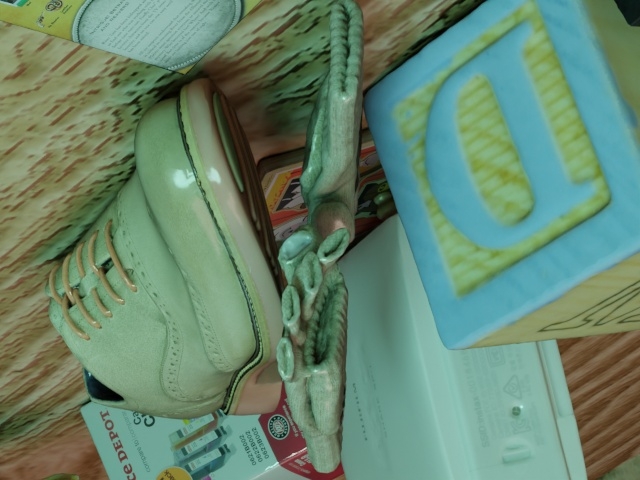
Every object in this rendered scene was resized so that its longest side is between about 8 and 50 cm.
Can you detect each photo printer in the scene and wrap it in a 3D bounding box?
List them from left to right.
[{"bbox_3d":[0.082,0.114,1.376,0.107,0.256,0.307,-10,171,-15],"label":"photo printer"}]

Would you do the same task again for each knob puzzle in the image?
[{"bbox_3d":[0.028,-0.028,1.330,0.213,0.030,0.213,-23,160,-9],"label":"knob puzzle"}]

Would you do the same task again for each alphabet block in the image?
[{"bbox_3d":[0.178,-0.053,1.180,0.197,0.192,0.193,-2,158,-43],"label":"alphabet block"}]

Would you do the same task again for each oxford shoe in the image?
[{"bbox_3d":[-0.102,0.032,1.172,0.146,0.140,0.397,-10,153,-7],"label":"oxford shoe"}]

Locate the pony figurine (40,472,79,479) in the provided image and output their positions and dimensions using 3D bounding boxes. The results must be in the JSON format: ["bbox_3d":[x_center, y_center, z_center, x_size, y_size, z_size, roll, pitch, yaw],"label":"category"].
[{"bbox_3d":[-0.328,0.265,1.340,0.363,0.303,0.351,-20,-178,-4],"label":"pony figurine"}]

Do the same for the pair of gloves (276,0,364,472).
[{"bbox_3d":[0.000,0.000,1.094,0.042,0.240,0.204,4,160,3],"label":"pair of gloves"}]

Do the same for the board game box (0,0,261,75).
[{"bbox_3d":[-0.054,-0.174,0.788,0.165,0.042,0.243,13,139,-41],"label":"board game box"}]

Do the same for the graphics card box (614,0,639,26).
[{"bbox_3d":[0.342,-0.260,1.036,0.233,0.094,0.371,-5,153,-45],"label":"graphics card box"}]

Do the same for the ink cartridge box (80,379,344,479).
[{"bbox_3d":[-0.083,0.162,1.526,0.176,0.128,0.127,-29,160,8],"label":"ink cartridge box"}]
